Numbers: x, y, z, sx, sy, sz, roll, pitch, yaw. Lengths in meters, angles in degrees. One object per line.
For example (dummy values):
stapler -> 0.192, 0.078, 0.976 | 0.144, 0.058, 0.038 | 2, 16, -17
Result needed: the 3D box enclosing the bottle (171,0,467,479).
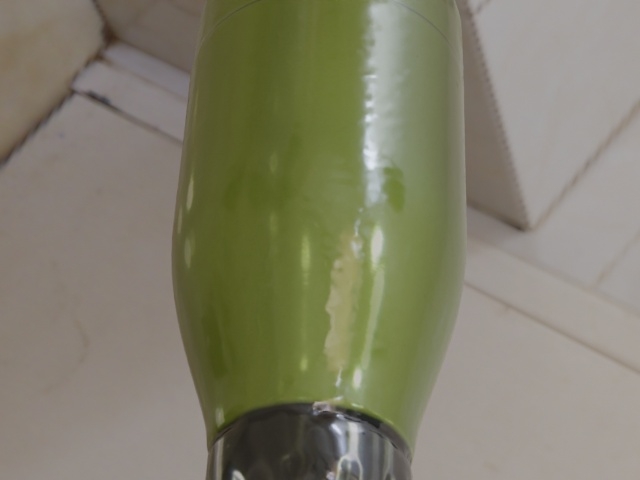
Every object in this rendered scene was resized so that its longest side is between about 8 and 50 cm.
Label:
bottle -> 0.000, 0.000, 0.604 | 0.112, 0.112, 0.260 | 65, 21, -48
